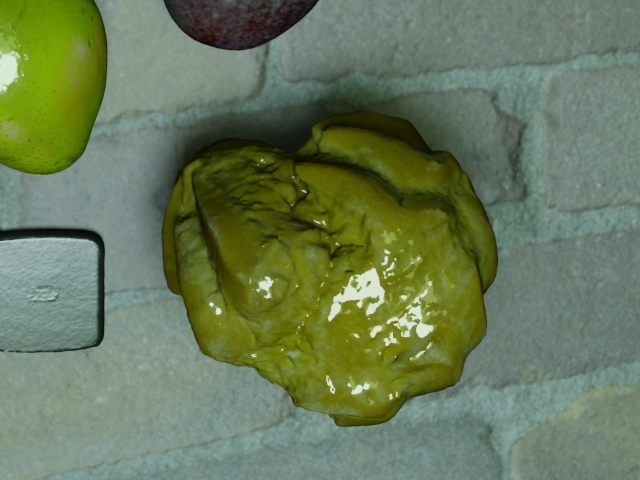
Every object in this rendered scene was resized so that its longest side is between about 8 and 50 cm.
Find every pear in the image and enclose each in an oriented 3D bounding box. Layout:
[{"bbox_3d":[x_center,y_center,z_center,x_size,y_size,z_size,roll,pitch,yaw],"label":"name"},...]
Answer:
[{"bbox_3d":[-0.280,-0.163,1.571,0.187,0.187,0.219,-39,126,-2],"label":"pear"}]

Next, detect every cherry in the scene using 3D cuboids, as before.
[{"bbox_3d":[-0.077,-0.261,1.614,0.176,0.140,0.176,-12,123,-18],"label":"cherry"}]

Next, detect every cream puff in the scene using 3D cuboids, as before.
[{"bbox_3d":[0.006,0.001,1.607,0.274,0.323,0.270,-45,136,16],"label":"cream puff"}]

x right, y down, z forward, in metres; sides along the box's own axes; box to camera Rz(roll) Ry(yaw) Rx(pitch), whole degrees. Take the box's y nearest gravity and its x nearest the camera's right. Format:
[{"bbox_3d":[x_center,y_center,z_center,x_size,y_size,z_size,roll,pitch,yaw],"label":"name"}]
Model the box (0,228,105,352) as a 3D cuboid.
[{"bbox_3d":[-0.279,0.049,1.712,0.126,0.027,0.125,-1,104,-15],"label":"box"}]
